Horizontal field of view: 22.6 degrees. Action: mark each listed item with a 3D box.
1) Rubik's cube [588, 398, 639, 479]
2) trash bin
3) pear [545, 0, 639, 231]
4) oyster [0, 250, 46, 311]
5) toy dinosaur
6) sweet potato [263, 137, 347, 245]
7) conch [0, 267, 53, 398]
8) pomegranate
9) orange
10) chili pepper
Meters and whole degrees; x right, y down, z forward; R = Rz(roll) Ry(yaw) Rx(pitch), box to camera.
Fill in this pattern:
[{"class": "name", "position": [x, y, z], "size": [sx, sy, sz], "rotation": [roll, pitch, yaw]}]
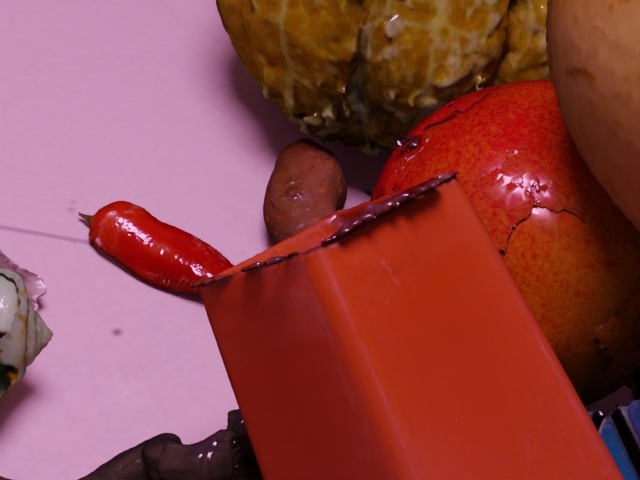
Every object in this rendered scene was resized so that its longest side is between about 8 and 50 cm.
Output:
[{"class": "Rubik's cube", "position": [0.280, 0.220, 0.907], "size": [0.234, 0.284, 0.250], "rotation": [19, 60, -33]}, {"class": "trash bin", "position": [0.038, 0.102, 0.812], "size": [0.184, 0.161, 0.239], "rotation": [-30, 98, -39]}, {"class": "pear", "position": [0.297, -0.108, 0.837], "size": [0.348, 0.348, 0.348], "rotation": [11, 40, -9]}, {"class": "oyster", "position": [-0.214, 0.026, 0.973], "size": [0.093, 0.034, 0.051], "rotation": [23, 54, -12]}, {"class": "toy dinosaur", "position": [-0.098, 0.135, 0.902], "size": [0.179, 0.087, 0.187], "rotation": [0, 5, 40]}, {"class": "sweet potato", "position": [-0.003, -0.001, 1.067], "size": [0.065, 0.051, 0.218], "rotation": [7, 40, -17]}, {"class": "conch", "position": [-0.234, 0.060, 0.887], "size": [0.170, 0.079, 0.106], "rotation": [-3, 19, -9]}, {"class": "pomegranate", "position": [0.141, 0.009, 0.991], "size": [0.235, 0.210, 0.210], "rotation": [23, 39, 11]}, {"class": "orange", "position": [0.070, -0.176, 1.161], "size": [0.301, 0.223, 0.300], "rotation": [-4, 28, -25]}, {"class": "chili pepper", "position": [-0.083, 0.018, 1.034], "size": [0.178, 0.027, 0.045], "rotation": [32, 40, 13]}]
